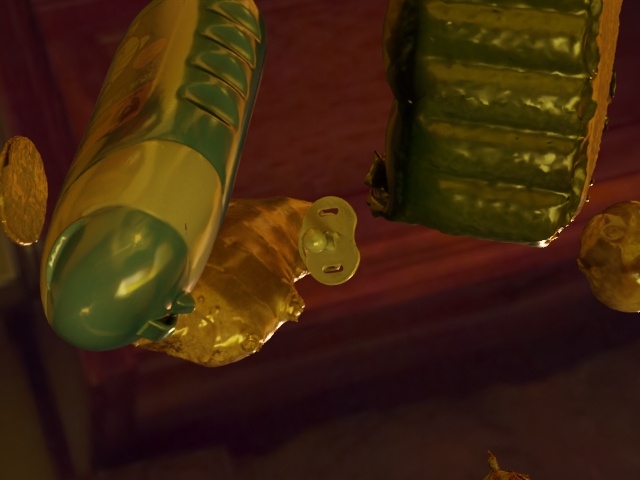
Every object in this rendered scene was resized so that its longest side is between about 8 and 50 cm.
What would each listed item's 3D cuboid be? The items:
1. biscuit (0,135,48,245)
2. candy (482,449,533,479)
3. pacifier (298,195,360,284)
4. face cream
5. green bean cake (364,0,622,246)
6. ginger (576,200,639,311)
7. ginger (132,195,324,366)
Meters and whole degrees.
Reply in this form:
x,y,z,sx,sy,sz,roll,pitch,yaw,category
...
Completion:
x,y,z,sx,sy,sz,roll,pitch,yaw,category
-0.313,-0.052,1.820,0.120,0.015,0.120,-2,-90,-75,biscuit
0.216,0.282,1.920,0.053,0.046,0.182,-60,25,3,candy
0.000,0.000,1.616,0.064,0.068,0.083,6,-101,-62,pacifier
-0.091,-0.037,0.939,0.149,0.083,0.264,-52,16,31,face cream
0.172,-0.184,1.644,0.335,0.218,0.319,-55,-28,-69,green bean cake
0.266,0.002,1.107,0.080,0.204,0.104,-84,-19,-52,ginger
-0.122,0.036,1.999,0.375,0.236,0.166,-42,-51,-78,ginger
